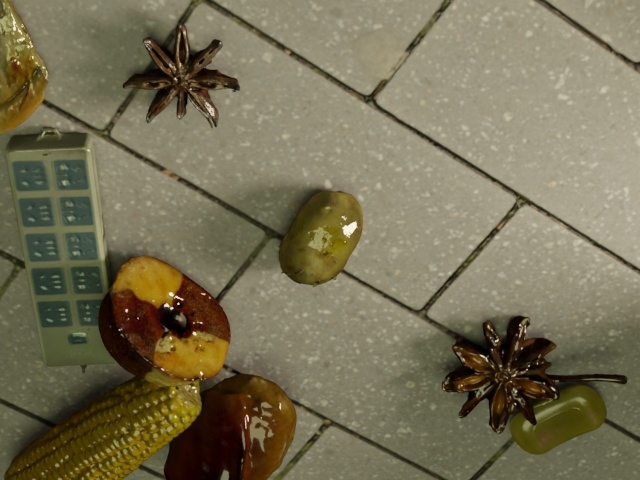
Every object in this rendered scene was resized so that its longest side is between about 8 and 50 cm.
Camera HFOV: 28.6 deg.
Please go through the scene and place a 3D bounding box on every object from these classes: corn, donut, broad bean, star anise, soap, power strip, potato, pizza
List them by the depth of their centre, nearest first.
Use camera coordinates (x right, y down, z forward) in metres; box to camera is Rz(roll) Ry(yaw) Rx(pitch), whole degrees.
[{"bbox_3d":[-0.410,-0.230,1.468,0.181,0.034,0.262,3,122,-4],"label":"pizza"},{"bbox_3d":[-0.163,-0.198,1.496,0.141,0.042,0.141,0,123,0],"label":"star anise"},{"bbox_3d":[0.000,0.000,1.613,0.091,0.070,0.138,22,118,-17],"label":"potato"},{"bbox_3d":[-0.207,0.112,1.627,0.184,0.166,0.073,26,135,-29],"label":"donut"},{"bbox_3d":[-0.328,0.025,1.627,0.106,0.043,0.367,-3,122,-1],"label":"power strip"},{"bbox_3d":[-0.308,0.282,1.736,0.363,0.120,0.120,-38,117,23],"label":"corn"},{"bbox_3d":[0.281,0.200,1.746,0.234,0.073,0.177,32,108,-3],"label":"star anise"},{"bbox_3d":[-0.127,0.279,1.754,0.156,0.122,0.228,36,110,6],"label":"broad bean"},{"bbox_3d":[0.341,0.256,1.807,0.140,0.045,0.089,-28,122,12],"label":"soap"}]
